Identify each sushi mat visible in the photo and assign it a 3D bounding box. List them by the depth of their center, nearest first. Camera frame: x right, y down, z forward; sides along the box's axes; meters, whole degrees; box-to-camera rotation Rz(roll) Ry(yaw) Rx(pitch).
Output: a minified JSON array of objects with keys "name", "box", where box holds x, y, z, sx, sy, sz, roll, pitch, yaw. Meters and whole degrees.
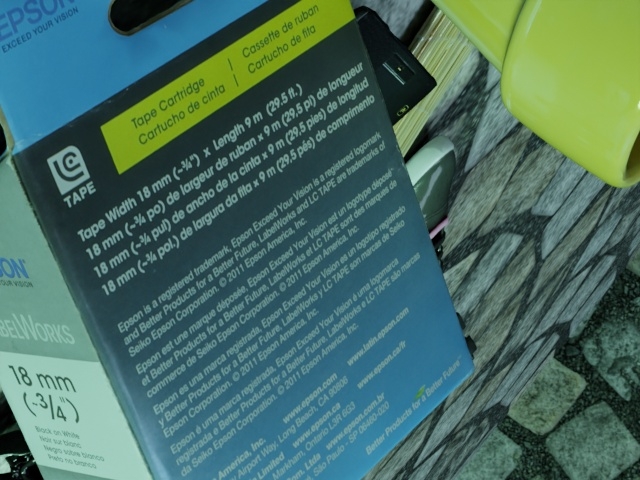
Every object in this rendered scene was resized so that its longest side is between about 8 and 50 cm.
[{"name":"sushi mat","box":[0.100,-0.159,1.209,0.316,0.019,0.151,-57,163,13]}]

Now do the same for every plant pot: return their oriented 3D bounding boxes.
[{"name":"plant pot","box":[0.143,-0.197,0.839,0.254,0.239,0.254,-47,164,-18]}]

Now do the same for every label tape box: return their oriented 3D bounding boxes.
[{"name":"label tape box","box":[-0.066,-0.011,0.807,0.240,0.106,0.334,-38,118,-39]}]

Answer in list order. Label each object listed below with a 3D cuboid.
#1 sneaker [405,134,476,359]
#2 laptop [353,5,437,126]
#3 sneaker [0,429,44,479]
[{"name":"sneaker","box":[0.099,0.044,1.416,0.104,0.147,0.296,-33,154,-47]},{"name":"laptop","box":[0.000,0.000,1.040,0.264,0.136,0.234,-43,166,7]},{"name":"sneaker","box":[-0.141,0.147,0.979,0.089,0.170,0.051,-108,-154,-80]}]
